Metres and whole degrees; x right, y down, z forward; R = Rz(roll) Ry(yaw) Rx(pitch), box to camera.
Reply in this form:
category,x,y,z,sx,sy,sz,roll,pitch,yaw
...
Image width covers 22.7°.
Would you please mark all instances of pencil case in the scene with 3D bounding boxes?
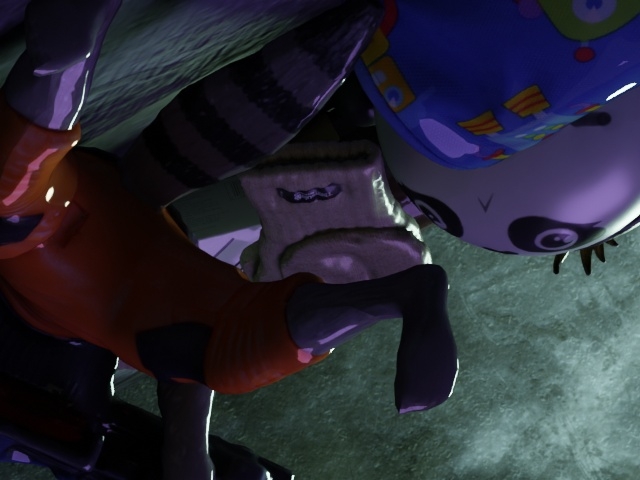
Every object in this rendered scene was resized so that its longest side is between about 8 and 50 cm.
category,x,y,z,sx,sy,sz,roll,pitch,yaw
pencil case,0.140,-0.139,0.601,0.306,0.133,0.119,-29,-160,38

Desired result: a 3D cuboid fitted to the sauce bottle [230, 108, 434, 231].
category,x,y,z,sx,sy,sz,roll,pitch,yaw
sauce bottle,0.017,-0.034,1.104,0.344,0.111,0.111,-26,176,3

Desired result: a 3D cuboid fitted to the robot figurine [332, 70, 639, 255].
category,x,y,z,sx,sy,sz,roll,pitch,yaw
robot figurine,0.139,-0.082,0.890,0.209,0.173,0.278,-39,172,25

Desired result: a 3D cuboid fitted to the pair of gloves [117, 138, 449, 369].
category,x,y,z,sx,sy,sz,roll,pitch,yaw
pair of gloves,-0.060,0.007,0.878,0.240,0.042,0.204,-8,150,15

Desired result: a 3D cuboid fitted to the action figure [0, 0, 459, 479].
category,x,y,z,sx,sy,sz,roll,pitch,yaw
action figure,-0.066,0.032,0.714,0.330,0.341,0.178,-22,-137,55

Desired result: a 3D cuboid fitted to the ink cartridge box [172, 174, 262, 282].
category,x,y,z,sx,sy,sz,roll,pitch,yaw
ink cartridge box,-0.081,0.014,0.992,0.207,0.046,0.097,-14,143,-11

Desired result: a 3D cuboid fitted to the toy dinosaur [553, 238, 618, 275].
category,x,y,z,sx,sy,sz,roll,pitch,yaw
toy dinosaur,0.196,-0.043,1.454,0.296,0.127,0.200,-2,160,-21
